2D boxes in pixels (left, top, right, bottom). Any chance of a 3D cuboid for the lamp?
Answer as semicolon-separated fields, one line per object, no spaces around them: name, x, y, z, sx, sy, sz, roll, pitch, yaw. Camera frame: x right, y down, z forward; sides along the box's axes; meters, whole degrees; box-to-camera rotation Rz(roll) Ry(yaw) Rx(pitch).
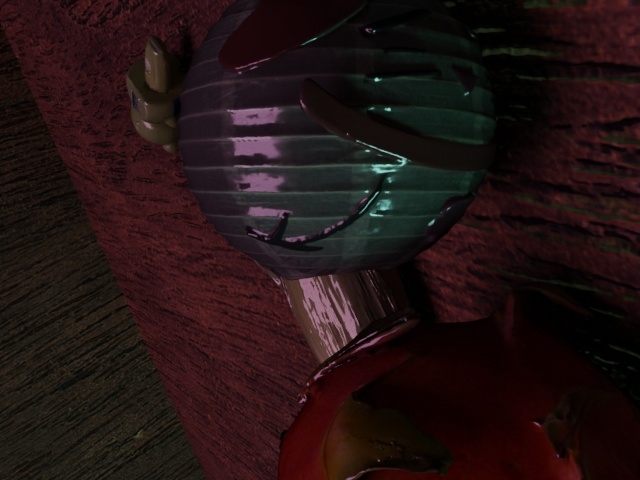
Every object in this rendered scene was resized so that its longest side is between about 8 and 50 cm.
lamp;0.011;-0.088;0.568;0.233;0.265;0.233;5;99;30

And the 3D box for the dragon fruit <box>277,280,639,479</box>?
dragon fruit;0.141;0.166;0.570;0.226;0.305;0.305;-44;72;37

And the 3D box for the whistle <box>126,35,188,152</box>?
whistle;-0.232;-0.213;1.140;0.105;0.085;0.227;55;157;16

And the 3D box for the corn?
corn;-0.002;0.000;0.839;0.305;0.122;0.123;63;156;5
